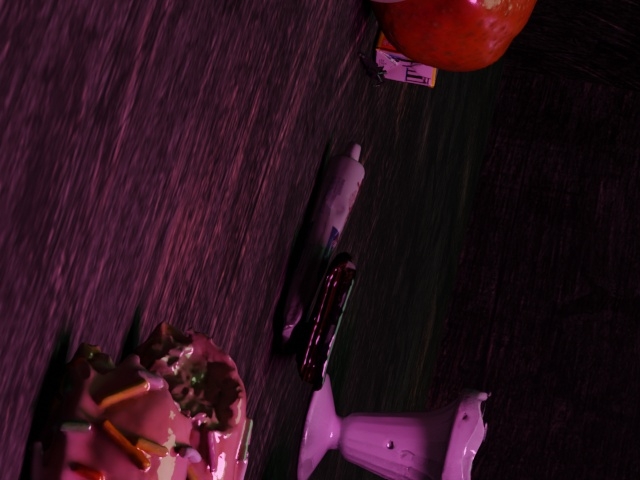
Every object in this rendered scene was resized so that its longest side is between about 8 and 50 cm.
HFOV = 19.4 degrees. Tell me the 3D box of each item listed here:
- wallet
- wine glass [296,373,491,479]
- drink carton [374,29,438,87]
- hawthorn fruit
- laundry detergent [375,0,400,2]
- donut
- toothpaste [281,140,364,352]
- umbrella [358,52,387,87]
[{"bbox_3d":[0.003,0.071,1.784,0.232,0.031,0.122,-115,-135,-87],"label":"wallet"},{"bbox_3d":[0.081,0.231,2.081,0.165,0.197,0.164,9,90,-83],"label":"wine glass"},{"bbox_3d":[0.110,-0.250,2.063,0.056,0.071,0.165,96,9,-56],"label":"drink carton"},{"bbox_3d":[0.131,-0.258,1.853,0.189,0.189,0.189,11,90,-82],"label":"hawthorn fruit"},{"bbox_3d":[0.067,-0.293,1.624,0.253,0.091,0.181,-55,153,-71],"label":"laundry detergent"},{"bbox_3d":[-0.103,0.152,1.061,0.233,0.085,0.199,-19,121,-79],"label":"donut"},{"bbox_3d":[0.000,0.000,1.757,0.060,0.038,0.233,102,6,-59],"label":"toothpaste"},{"bbox_3d":[0.056,-0.182,1.967,0.022,0.022,0.149,64,2,10],"label":"umbrella"}]
